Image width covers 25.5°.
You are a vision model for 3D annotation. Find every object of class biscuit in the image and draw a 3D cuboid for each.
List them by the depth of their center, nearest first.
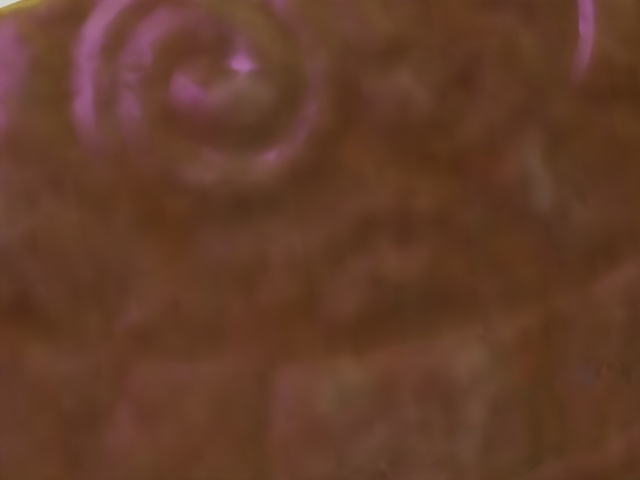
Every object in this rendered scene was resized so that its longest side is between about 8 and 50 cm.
[{"bbox_3d":[0.034,0.056,0.480,0.385,0.062,0.365,-14,96,-7],"label":"biscuit"}]
